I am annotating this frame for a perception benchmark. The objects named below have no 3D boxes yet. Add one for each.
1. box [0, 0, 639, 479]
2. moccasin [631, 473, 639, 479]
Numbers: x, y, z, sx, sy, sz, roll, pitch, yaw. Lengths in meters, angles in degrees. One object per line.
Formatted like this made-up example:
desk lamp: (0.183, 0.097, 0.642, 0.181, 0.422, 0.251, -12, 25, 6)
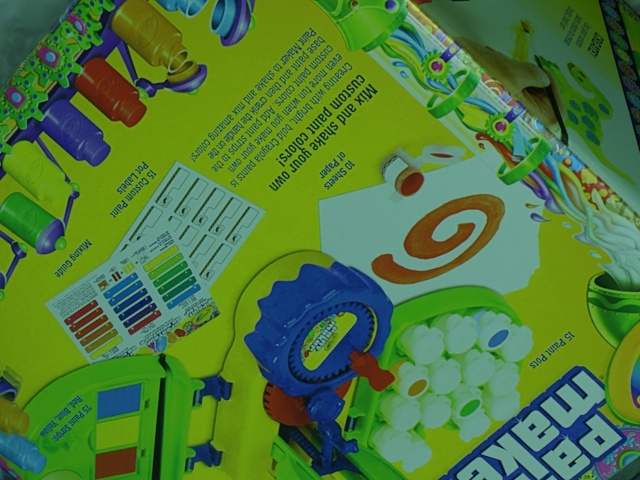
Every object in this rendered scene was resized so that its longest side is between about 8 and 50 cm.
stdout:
box: (0.000, 0.000, 0.769, 0.279, 0.177, 0.290, 44, 119, -5)
moccasin: (0.125, 0.270, 0.888, 0.138, 0.117, 0.342, 14, 111, 6)
